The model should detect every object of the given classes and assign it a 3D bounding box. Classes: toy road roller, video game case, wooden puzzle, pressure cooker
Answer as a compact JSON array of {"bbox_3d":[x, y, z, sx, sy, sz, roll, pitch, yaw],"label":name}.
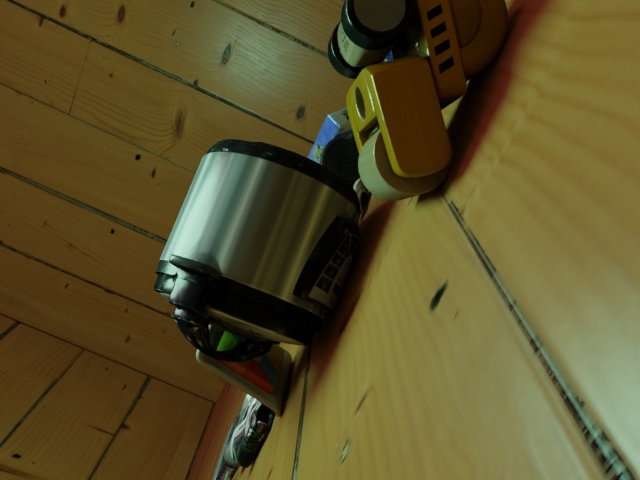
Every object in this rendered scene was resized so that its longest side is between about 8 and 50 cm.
[{"bbox_3d":[0.160,-0.239,0.860,0.202,0.241,0.329,-177,74,-84],"label":"toy road roller"},{"bbox_3d":[-0.249,0.594,1.666,0.232,0.042,0.210,-79,14,-66],"label":"video game case"},{"bbox_3d":[0.080,-0.328,1.850,0.244,0.061,0.269,-30,-18,-35],"label":"video game case"},{"bbox_3d":[-0.161,0.265,1.319,0.044,0.239,0.221,-46,12,19],"label":"wooden puzzle"},{"bbox_3d":[-0.138,0.047,1.201,0.375,0.370,0.420,-8,59,65],"label":"pressure cooker"}]

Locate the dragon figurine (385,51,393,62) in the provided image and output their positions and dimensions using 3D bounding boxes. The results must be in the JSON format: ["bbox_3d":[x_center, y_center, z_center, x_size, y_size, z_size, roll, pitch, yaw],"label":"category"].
[{"bbox_3d":[0.226,-0.482,1.577,0.289,0.144,0.085,90,-166,-52],"label":"dragon figurine"}]

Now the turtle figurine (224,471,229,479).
[{"bbox_3d":[-0.348,0.699,1.371,0.266,0.198,0.274,159,132,-77],"label":"turtle figurine"}]

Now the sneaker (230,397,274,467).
[{"bbox_3d":[-0.153,0.436,1.328,0.077,0.072,0.178,-23,47,66],"label":"sneaker"}]

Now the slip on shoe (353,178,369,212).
[{"bbox_3d":[0.102,-0.109,1.407,0.041,0.051,0.135,-12,31,32],"label":"slip on shoe"}]

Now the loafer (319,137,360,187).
[{"bbox_3d":[0.037,-0.126,1.521,0.130,0.134,0.365,114,173,-53],"label":"loafer"}]

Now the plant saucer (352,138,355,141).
[{"bbox_3d":[0.094,-0.241,1.713,0.199,0.036,0.198,-34,26,19],"label":"plant saucer"}]

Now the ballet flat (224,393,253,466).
[{"bbox_3d":[-0.177,0.474,1.469,0.068,0.072,0.213,-5,57,52],"label":"ballet flat"}]
